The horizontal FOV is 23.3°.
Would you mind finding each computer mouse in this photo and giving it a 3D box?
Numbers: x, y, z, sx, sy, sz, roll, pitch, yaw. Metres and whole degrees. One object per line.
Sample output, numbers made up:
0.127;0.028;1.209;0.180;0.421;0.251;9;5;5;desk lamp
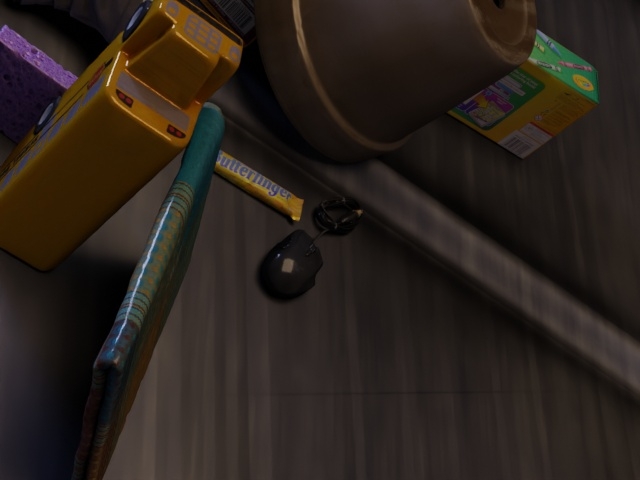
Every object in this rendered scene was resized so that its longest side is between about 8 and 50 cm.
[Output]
0.000;0.000;1.964;0.071;0.041;0.242;52;38;-7;computer mouse

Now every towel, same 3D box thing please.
-0.179;0.064;1.580;0.040;0.271;0.370;18;46;0;towel

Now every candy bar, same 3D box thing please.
-0.088;-0.076;1.956;0.161;0.018;0.040;32;43;-24;candy bar

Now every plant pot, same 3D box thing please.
0.120;-0.285;2.040;0.323;0.280;0.323;23;61;-51;plant pot

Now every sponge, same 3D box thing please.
-0.298;-0.141;1.720;0.210;0.117;0.031;36;43;-20;sponge

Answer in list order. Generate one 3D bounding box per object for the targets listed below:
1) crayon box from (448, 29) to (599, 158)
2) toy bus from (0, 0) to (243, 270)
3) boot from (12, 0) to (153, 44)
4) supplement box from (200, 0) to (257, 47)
0.259;-0.249;2.307;0.278;0.165;0.081;28;45;-27;crayon box
-0.220;-0.110;1.602;0.108;0.333;0.130;35;41;-20;toy bus
-0.267;-0.269;1.862;0.223;0.118;0.338;10;69;-15;boot
-0.074;-0.356;2.129;0.104;0.081;0.188;48;39;-5;supplement box
